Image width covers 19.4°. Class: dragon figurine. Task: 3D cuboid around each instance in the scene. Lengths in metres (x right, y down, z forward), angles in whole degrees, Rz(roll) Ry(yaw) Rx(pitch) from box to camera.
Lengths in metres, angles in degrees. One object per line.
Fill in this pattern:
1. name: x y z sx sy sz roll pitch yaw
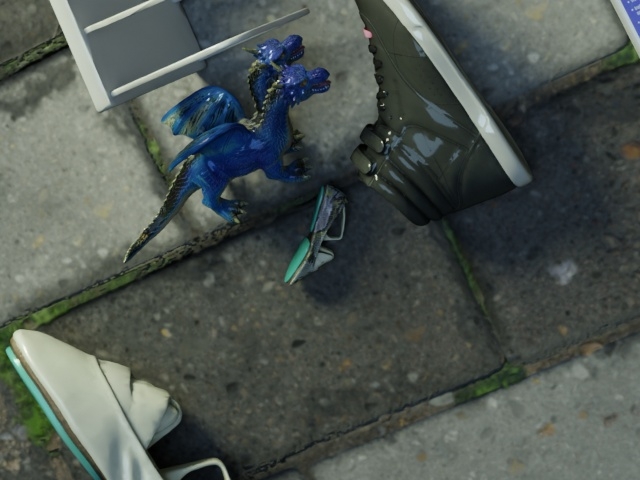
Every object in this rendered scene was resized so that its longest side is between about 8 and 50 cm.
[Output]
1. dragon figurine: -0.104 -0.095 1.847 0.289 0.085 0.144 -27 135 15

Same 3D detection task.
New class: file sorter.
1. file sorter: -0.154 -0.295 1.778 0.173 0.193 0.278 -19 98 30

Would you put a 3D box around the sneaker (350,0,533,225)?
1. sneaker: 0.069 -0.142 1.826 0.147 0.104 0.296 -33 97 11

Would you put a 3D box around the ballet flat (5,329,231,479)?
1. ballet flat: -0.175 0.239 1.961 0.139 0.139 0.400 -29 99 16

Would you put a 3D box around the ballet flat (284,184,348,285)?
1. ballet flat: 0.000 0.000 1.908 0.041 0.041 0.114 24 106 6

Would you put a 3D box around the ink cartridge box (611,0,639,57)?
1. ink cartridge box: 0.382 -0.202 1.771 0.165 0.065 0.333 -26 97 16
